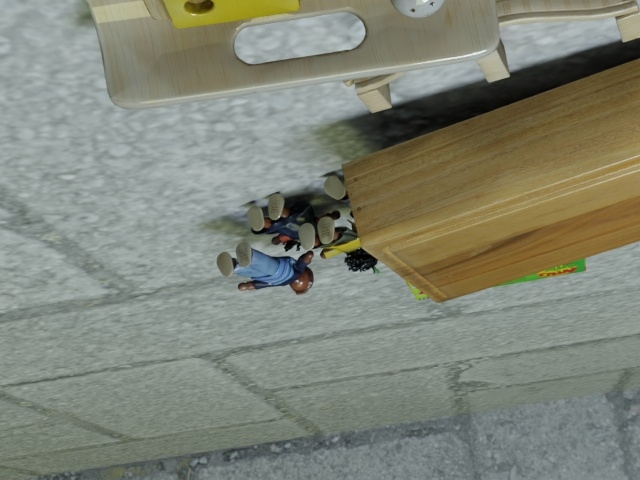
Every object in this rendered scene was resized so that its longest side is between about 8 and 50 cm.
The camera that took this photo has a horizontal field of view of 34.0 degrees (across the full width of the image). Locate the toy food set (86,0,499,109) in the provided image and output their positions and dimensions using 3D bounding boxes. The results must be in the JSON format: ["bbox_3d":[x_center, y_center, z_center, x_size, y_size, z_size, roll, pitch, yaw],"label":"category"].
[{"bbox_3d":[-0.023,-0.143,0.438,0.220,0.092,0.306,-8,161,2],"label":"toy food set"}]

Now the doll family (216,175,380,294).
[{"bbox_3d":[0.000,0.000,0.923,0.193,0.076,0.111,-13,166,31],"label":"doll family"}]

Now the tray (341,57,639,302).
[{"bbox_3d":[0.245,-0.060,0.768,0.411,0.076,0.203,-18,159,17],"label":"tray"}]

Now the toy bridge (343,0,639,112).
[{"bbox_3d":[0.102,-0.124,0.651,0.188,0.026,0.063,-14,158,19],"label":"toy bridge"}]

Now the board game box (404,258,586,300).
[{"bbox_3d":[0.179,0.017,1.080,0.181,0.043,0.092,-11,162,11],"label":"board game box"}]
